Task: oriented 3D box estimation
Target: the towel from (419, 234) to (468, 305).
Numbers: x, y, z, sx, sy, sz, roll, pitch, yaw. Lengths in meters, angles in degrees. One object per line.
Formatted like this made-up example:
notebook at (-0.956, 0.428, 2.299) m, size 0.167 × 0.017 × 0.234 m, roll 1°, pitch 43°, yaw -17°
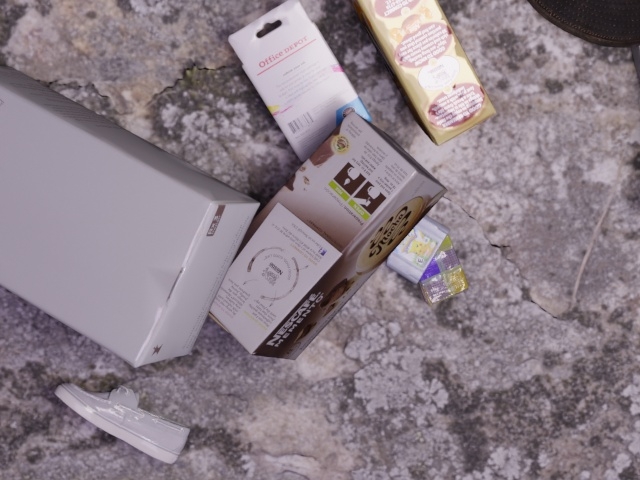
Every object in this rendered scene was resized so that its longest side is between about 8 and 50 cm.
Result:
towel at (0.154, 0.038, 2.000) m, size 0.060 × 0.009 × 0.083 m, roll -20°, pitch 104°, yaw 1°

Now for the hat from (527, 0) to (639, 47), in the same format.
hat at (0.347, -0.381, 1.769) m, size 0.331 × 0.134 × 0.331 m, roll 3°, pitch 95°, yaw 30°

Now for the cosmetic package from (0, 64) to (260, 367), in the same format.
cosmetic package at (-0.293, -0.038, 1.801) m, size 0.385 × 0.156 × 0.217 m, roll 30°, pitch 101°, yaw 14°

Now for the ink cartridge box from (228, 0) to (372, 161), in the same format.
ink cartridge box at (-0.027, -0.202, 1.902) m, size 0.104 × 0.061 × 0.181 m, roll -31°, pitch 104°, yaw 3°

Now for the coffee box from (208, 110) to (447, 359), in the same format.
coffee box at (0.000, 0.000, 1.884) m, size 0.119 × 0.168 × 0.297 m, roll 44°, pitch 97°, yaw 17°

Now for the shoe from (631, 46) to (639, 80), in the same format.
shoe at (0.427, -0.281, 1.917) m, size 0.081 × 0.063 × 0.178 m, roll -9°, pitch 99°, yaw 2°

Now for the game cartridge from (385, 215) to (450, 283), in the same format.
game cartridge at (0.122, 0.007, 1.980) m, size 0.056 × 0.017 × 0.083 m, roll 31°, pitch 92°, yaw 5°

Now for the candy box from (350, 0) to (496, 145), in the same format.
candy box at (0.088, -0.279, 1.831) m, size 0.088 × 0.183 × 0.316 m, roll -28°, pitch 104°, yaw 3°

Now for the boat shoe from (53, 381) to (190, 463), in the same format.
boat shoe at (-0.253, 0.222, 1.988) m, size 0.184 × 0.066 × 0.063 m, roll 31°, pitch 85°, yaw -8°
